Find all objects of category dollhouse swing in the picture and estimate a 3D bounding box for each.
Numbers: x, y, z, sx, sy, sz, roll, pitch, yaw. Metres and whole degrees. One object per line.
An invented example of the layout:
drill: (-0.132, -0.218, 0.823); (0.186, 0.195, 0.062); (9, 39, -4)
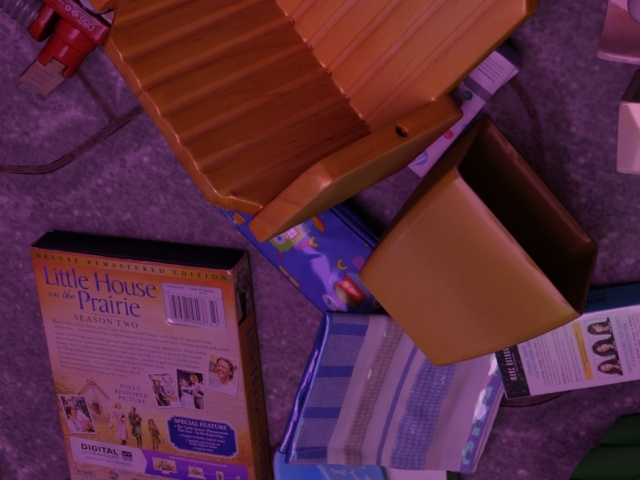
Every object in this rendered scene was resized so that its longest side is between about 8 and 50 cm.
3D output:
dollhouse swing: (-0.006, -0.250, 1.611); (0.347, 0.315, 0.305); (56, 146, 8)

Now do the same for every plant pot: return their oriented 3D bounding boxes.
plant pot: (0.169, 0.018, 1.742); (0.187, 0.212, 0.212); (-38, 97, 24)

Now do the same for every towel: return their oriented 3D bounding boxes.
towel: (0.102, 0.190, 1.861); (0.285, 0.034, 0.209); (8, 110, -29)

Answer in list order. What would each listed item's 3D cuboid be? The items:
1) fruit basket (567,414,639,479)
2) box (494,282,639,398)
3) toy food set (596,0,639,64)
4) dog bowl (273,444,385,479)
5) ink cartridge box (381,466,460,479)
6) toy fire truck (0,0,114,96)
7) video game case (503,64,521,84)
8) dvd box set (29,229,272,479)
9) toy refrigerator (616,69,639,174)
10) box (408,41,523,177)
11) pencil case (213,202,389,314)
fruit basket: (0.452, 0.381, 1.735); (0.392, 0.392, 0.283); (-2, 115, 24)
box: (0.329, 0.115, 1.810); (0.244, 0.060, 0.100); (-10, 112, 18)
toy food set: (0.401, -0.319, 1.555); (0.220, 0.092, 0.306); (10, 120, 18)
dog bowl: (0.013, 0.375, 2.055); (0.166, 0.074, 0.297); (23, 129, 45)
ink cartridge box: (0.124, 0.310, 2.021); (0.109, 0.062, 0.209); (5, 118, 21)
toy fire truck: (-0.349, -0.286, 1.879); (0.217, 0.158, 0.246); (38, 114, 0)
video game case: (0.129, -0.213, 1.771); (0.157, 0.019, 0.143); (47, 124, -5)
dvd box set: (-0.228, 0.196, 2.114); (0.308, 0.062, 0.420); (5, 118, 21)
toy refrigerator: (0.459, -0.119, 1.629); (0.269, 0.102, 0.094); (8, 119, 20)
box: (0.118, -0.185, 1.756); (0.145, 0.038, 0.186); (40, 125, 0)
pencil case: (0.000, 0.000, 1.877); (0.306, 0.119, 0.133); (44, 119, -3)
